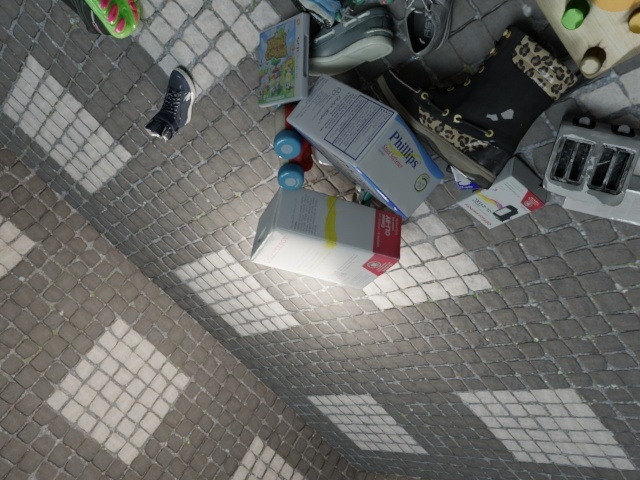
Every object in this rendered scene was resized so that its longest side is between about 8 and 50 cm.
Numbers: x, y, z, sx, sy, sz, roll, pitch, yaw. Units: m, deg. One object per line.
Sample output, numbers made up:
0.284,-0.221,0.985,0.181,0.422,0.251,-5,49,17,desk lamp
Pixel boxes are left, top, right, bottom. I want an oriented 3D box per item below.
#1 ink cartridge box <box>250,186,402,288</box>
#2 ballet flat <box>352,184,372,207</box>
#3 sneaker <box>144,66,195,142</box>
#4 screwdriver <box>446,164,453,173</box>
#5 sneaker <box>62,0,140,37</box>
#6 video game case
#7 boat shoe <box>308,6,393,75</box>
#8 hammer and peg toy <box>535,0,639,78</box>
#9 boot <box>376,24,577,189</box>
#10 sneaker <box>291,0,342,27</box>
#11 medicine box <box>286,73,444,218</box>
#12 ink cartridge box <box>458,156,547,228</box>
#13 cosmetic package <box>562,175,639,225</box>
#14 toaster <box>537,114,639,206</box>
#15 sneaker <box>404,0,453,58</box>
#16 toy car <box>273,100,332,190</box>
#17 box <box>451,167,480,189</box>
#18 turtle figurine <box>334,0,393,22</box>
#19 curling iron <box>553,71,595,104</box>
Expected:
0.012,-0.005,1.655,0.385,0.160,0.279,15,154,-16,ink cartridge box
0.126,-0.139,1.633,0.070,0.070,0.188,28,140,8,ballet flat
-0.466,-0.407,1.687,0.086,0.163,0.226,29,142,8,sneaker
0.409,-0.165,1.421,0.170,0.024,0.025,18,170,17,screwdriver
-0.679,-0.751,1.434,0.202,0.185,0.482,2,133,30,sneaker
-0.094,-0.435,1.343,0.212,0.023,0.193,11,101,55,video game case
0.041,-0.470,1.314,0.320,0.116,0.099,0,90,46,boat shoe
0.471,-0.477,0.897,0.361,0.127,0.266,51,139,-12,hammer and peg toy
0.316,-0.324,1.165,0.284,0.138,0.377,-49,55,21,boot
-0.015,-0.560,1.264,0.162,0.073,0.063,41,178,14,sneaker
0.107,-0.224,1.305,0.263,0.149,0.289,37,-175,-47,medicine box
0.458,-0.115,1.383,0.127,0.072,0.175,35,144,-19,ink cartridge box
0.693,-0.098,1.249,0.239,0.060,0.098,17,142,21,cosmetic package
0.573,-0.166,1.168,0.168,0.110,0.185,19,113,20,toaster
0.221,-0.500,1.098,0.105,0.115,0.281,14,140,25,sneaker
-0.003,-0.278,1.500,0.238,0.219,0.210,-3,137,0,toy car
0.365,-0.214,1.309,0.072,0.126,0.137,0,133,40,box
0.078,-0.549,1.151,0.234,0.118,0.175,41,131,16,turtle figurine
0.549,-0.358,1.082,0.068,0.035,0.274,40,143,-1,curling iron
